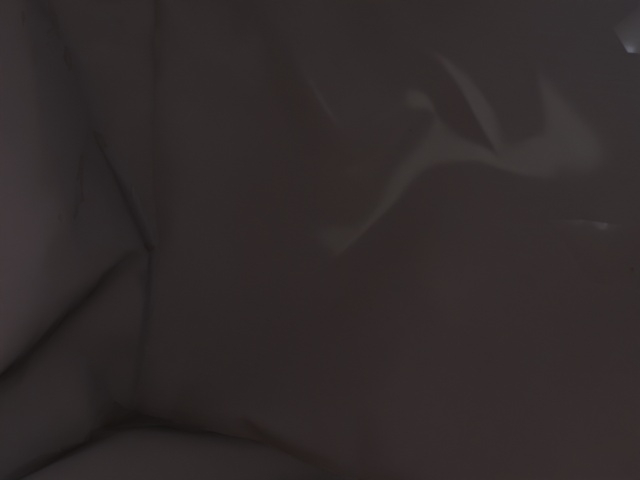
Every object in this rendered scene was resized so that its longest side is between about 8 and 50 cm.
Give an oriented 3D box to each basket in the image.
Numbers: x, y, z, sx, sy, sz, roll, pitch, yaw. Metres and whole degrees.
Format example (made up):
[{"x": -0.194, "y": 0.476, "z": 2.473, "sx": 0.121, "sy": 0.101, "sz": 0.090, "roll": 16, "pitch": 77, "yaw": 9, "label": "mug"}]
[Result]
[{"x": 0.000, "y": 0.000, "z": 0.498, "sx": 0.266, "sy": 0.328, "sz": 0.331, "roll": -29, "pitch": -54, "yaw": -58, "label": "basket"}]
